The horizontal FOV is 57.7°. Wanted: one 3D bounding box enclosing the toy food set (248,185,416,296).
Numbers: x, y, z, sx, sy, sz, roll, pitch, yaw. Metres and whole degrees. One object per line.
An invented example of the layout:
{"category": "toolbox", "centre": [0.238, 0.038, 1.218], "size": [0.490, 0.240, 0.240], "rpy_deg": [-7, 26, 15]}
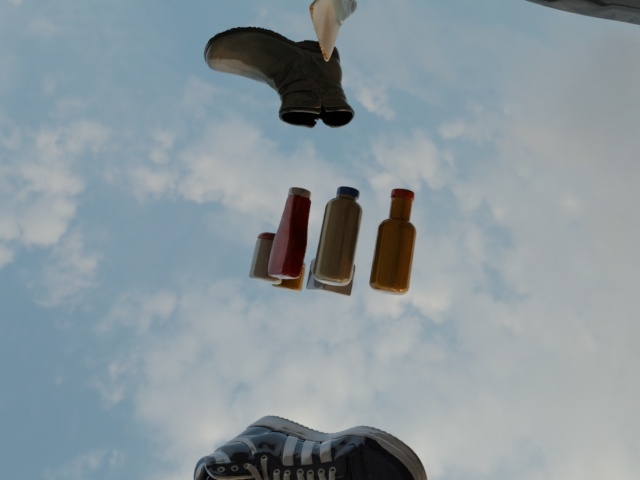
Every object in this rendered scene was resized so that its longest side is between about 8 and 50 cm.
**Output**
{"category": "toy food set", "centre": [0.000, 0.000, 0.647], "size": [0.111, 0.232, 0.104], "rpy_deg": [17, -102, -28]}

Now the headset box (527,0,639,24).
{"category": "headset box", "centre": [0.210, -0.277, 0.305], "size": [0.110, 0.218, 0.293], "rpy_deg": [26, -110, 26]}

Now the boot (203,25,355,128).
{"category": "boot", "centre": [-0.067, -0.265, 0.964], "size": [0.247, 0.083, 0.161], "rpy_deg": [1, -122, -14]}

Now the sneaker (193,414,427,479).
{"category": "sneaker", "centre": [-0.027, 0.282, 0.672], "size": [0.153, 0.282, 0.099], "rpy_deg": [-16, -82, -49]}

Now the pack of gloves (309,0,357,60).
{"category": "pack of gloves", "centre": [0.024, -0.406, 0.847], "size": [0.046, 0.195, 0.232], "rpy_deg": [-5, -139, 23]}
